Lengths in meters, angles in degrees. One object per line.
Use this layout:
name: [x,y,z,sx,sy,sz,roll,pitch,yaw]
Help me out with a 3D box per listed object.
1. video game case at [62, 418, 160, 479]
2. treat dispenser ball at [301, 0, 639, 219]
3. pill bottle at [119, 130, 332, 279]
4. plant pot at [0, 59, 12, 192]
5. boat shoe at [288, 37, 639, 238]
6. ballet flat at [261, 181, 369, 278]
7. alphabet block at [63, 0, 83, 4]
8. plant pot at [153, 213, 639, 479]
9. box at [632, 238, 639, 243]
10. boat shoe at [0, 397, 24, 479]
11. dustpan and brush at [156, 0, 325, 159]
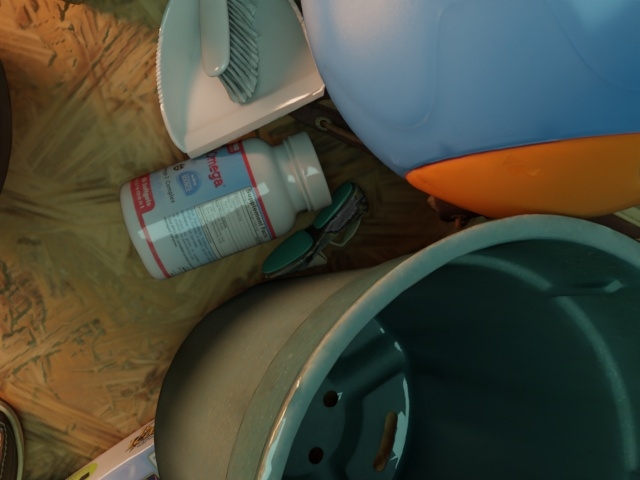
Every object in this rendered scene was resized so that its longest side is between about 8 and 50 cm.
video game case: [-0.108,0.295,0.780,0.244,0.061,0.269,-34,105,2]
treat dispenser ball: [0.131,-0.153,0.488,0.288,0.288,0.288,-2,104,-6]
pill bottle: [-0.076,-0.033,0.691,0.160,0.087,0.087,-21,105,-2]
plant pot: [-0.329,-0.092,0.574,0.263,0.229,0.263,-2,104,-6]
boat shoe: [0.127,-0.076,0.703,0.342,0.123,0.123,22,131,-12]
ballet flat: [0.000,0.000,0.734,0.114,0.041,0.041,-44,104,6]
alphabet block: [-0.199,-0.298,0.562,0.193,0.192,0.197,37,96,-12]
plant pot: [0.046,0.156,0.588,0.341,0.334,0.341,0,91,-26]
box: [0.219,0.145,0.781,0.067,0.063,0.324,17,101,-12]
boat shoe: [-0.329,0.262,0.728,0.095,0.095,0.257,19,101,-11]
dustpan and brush: [-0.081,-0.188,0.649,0.147,0.060,0.211,-21,66,30]
